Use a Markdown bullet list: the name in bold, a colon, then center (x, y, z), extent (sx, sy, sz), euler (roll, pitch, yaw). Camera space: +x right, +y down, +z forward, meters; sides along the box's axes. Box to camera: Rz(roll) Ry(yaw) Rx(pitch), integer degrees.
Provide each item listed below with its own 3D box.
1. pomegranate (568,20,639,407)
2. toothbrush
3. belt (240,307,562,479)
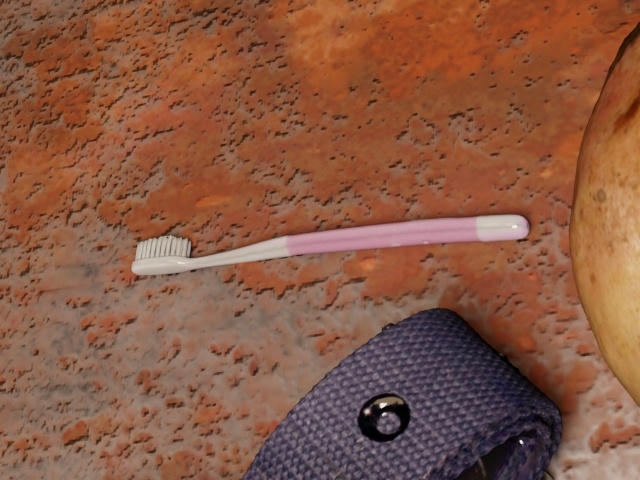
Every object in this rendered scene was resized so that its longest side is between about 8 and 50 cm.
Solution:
- **pomegranate**: center (0.283, -0.014, 0.765), extent (0.322, 0.322, 0.322), euler (-8, 68, 22)
- **toothbrush**: center (0.000, 0.000, 1.030), extent (0.286, 0.020, 0.025), euler (-5, 63, 23)
- **belt**: center (0.026, 0.148, 0.903), extent (0.230, 0.139, 0.126), euler (-50, 54, 3)
